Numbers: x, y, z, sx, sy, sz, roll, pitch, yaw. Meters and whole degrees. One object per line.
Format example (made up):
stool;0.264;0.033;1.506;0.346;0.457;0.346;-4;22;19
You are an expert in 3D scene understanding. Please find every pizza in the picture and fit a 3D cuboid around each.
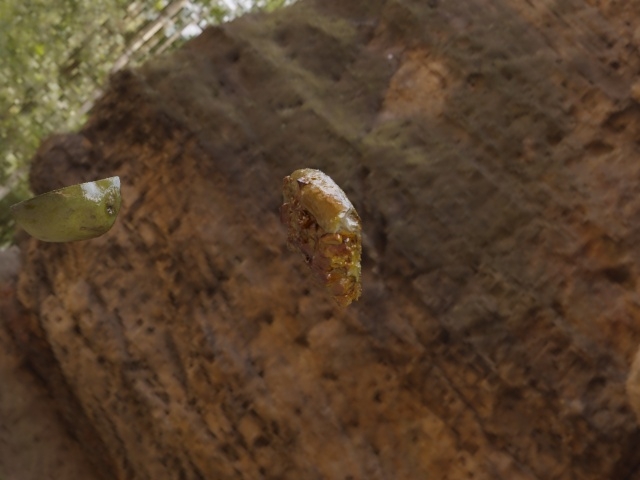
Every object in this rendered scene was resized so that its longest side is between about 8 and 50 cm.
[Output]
pizza;0.000;0.000;1.526;0.335;0.086;0.226;-172;-116;-77

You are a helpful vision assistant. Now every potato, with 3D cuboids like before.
potato;-0.400;-0.040;1.591;0.120;0.149;0.081;-12;83;-59
